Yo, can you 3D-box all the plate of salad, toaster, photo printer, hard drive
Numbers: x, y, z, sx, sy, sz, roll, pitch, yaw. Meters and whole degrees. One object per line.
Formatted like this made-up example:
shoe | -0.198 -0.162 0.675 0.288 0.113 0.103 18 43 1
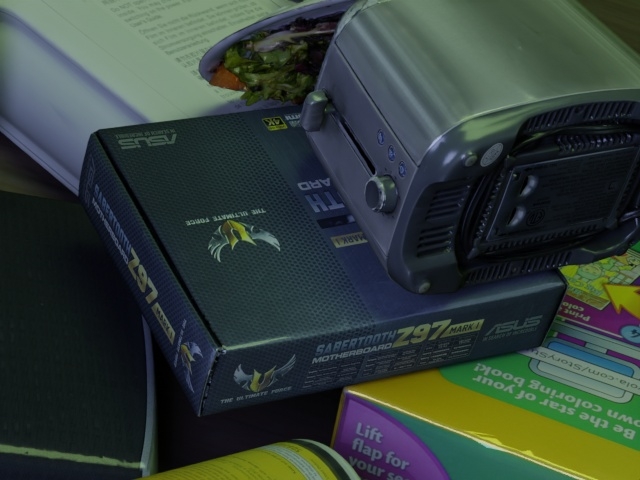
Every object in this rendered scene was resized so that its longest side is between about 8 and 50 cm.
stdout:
plate of salad | 0.025 -0.113 1.221 0.199 0.200 0.048 -3 76 -34
toaster | 0.101 -0.067 1.122 0.227 0.129 0.146 -11 47 -31
photo printer | -0.080 -0.097 1.372 0.307 0.107 0.256 38 37 21
hard drive | -0.175 0.058 1.146 0.172 0.054 0.255 10 36 -20

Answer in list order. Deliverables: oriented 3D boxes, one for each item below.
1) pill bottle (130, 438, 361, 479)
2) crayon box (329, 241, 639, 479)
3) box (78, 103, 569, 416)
pill bottle | -0.065 0.167 1.016 0.184 0.103 0.103 -9 46 -40
crayon box | 0.224 0.113 1.225 0.363 0.106 0.313 20 33 13
box | 0.000 0.000 1.154 0.232 0.059 0.183 -9 48 -28
